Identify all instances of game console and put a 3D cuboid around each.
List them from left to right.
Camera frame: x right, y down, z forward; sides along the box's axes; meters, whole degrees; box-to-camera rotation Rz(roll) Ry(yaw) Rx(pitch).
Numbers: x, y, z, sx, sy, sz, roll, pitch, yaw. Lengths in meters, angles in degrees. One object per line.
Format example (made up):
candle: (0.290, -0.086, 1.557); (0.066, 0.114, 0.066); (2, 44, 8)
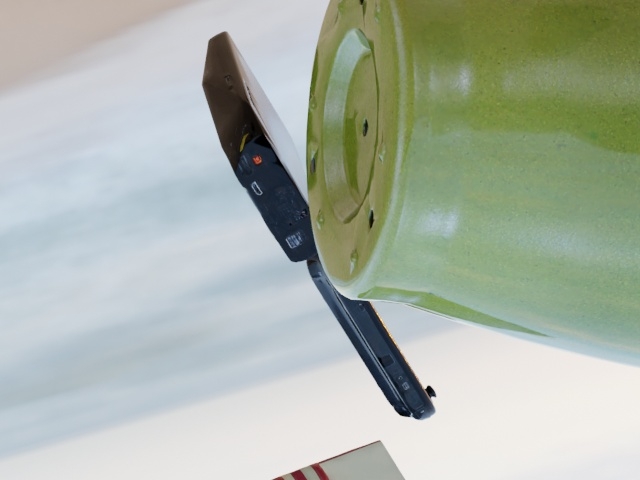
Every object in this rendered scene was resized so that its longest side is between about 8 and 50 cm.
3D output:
game console: (0.000, 0.000, 1.618); (0.044, 0.361, 0.213); (-29, -152, 5)

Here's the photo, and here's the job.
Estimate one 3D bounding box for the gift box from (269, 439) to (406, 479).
gift box: (-0.005, 0.354, 1.676); (0.255, 0.258, 0.276); (-18, 158, -36)

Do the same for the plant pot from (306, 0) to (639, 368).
plant pot: (0.185, -0.072, 1.334); (0.353, 0.366, 0.366); (2, 171, -16)
